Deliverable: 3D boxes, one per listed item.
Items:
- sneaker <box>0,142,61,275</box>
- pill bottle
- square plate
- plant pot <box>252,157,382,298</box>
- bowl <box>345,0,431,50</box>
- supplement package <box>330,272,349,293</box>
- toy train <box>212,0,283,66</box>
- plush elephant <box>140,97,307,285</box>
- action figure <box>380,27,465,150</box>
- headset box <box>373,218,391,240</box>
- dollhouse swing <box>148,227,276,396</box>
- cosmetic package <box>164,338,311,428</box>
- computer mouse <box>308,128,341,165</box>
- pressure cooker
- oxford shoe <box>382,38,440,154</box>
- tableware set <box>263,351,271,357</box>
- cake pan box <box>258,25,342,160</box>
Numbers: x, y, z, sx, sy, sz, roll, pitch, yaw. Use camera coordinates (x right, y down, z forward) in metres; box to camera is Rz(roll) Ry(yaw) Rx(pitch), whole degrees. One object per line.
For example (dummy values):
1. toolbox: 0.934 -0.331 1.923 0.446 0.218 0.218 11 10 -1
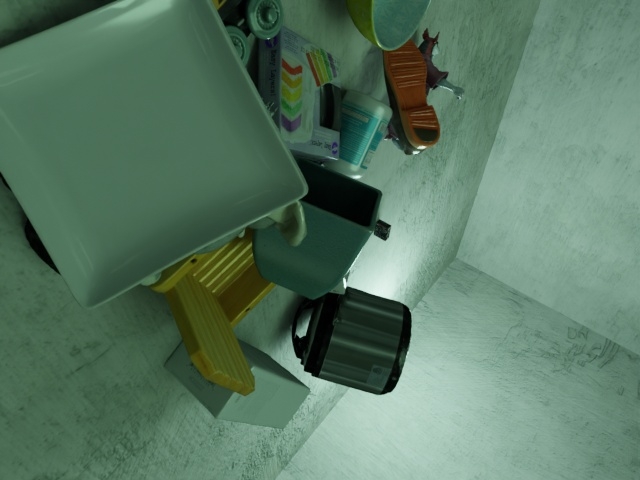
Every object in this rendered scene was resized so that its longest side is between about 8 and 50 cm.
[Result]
1. sneaker: -0.401 -0.050 0.746 0.130 0.109 0.286 -42 151 -42
2. pill bottle: 0.088 -0.278 1.333 0.146 0.146 0.264 1 116 -62
3. square plate: -0.244 -0.137 0.639 0.347 0.344 0.049 -29 -173 -9
4. plant pot: -0.025 -0.016 1.100 0.247 0.247 0.252 -65 178 -61
5. bowl: 0.137 -0.602 1.060 0.289 0.156 0.290 -42 150 -31
6. supplement package: 0.000 0.000 1.385 0.293 0.175 0.178 84 18 -52
7. toy train: -0.202 -0.357 0.750 0.334 0.142 0.190 -51 140 -10
8. plush elephant: -0.172 -0.078 0.829 0.330 0.272 0.255 -36 148 2
9. action figure: 0.294 -0.490 1.516 0.275 0.248 0.370 1 111 -15
10. headset box: 0.267 -0.047 2.009 0.032 0.062 0.083 -39 148 -37
11. dollhouse swing: -0.182 0.117 1.066 0.315 0.305 0.347 -44 151 -11
12. cosmetic package: -0.225 0.415 1.397 0.162 0.230 0.453 -54 150 -9
13. computer mouse: -0.061 -0.220 1.228 0.272 0.072 0.188 -44 153 -6
14. pressure cooker: 0.101 0.357 1.771 0.375 0.420 0.370 103 2 -78
15. oxford shoe: 0.232 -0.422 1.350 0.129 0.364 0.132 -8 172 -19
16. tableware set: -0.230 0.450 1.688 0.104 0.024 0.154 -57 154 -5
17. cake pan box: -0.038 -0.312 1.052 0.266 0.070 0.246 -2 97 -59
